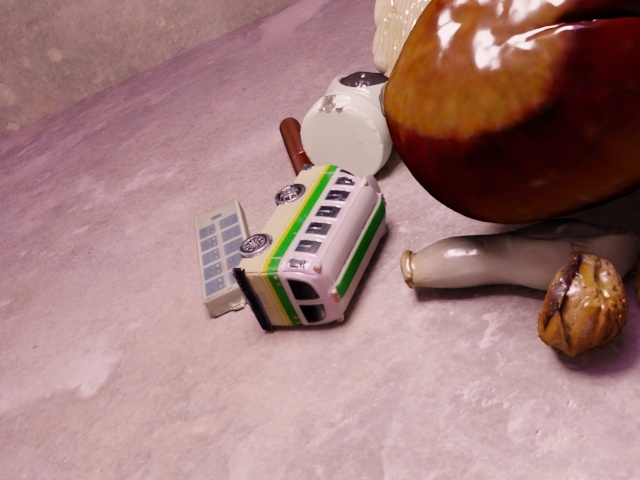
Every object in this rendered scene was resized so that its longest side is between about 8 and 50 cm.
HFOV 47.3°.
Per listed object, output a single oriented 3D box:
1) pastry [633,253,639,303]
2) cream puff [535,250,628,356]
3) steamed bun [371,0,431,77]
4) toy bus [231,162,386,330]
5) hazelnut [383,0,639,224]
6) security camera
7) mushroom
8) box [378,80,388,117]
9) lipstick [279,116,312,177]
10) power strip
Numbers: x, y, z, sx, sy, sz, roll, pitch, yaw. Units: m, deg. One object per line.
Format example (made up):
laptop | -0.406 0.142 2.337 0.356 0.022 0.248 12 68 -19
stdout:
pastry | 0.434 0.015 0.920 0.056 0.140 0.080 13 36 16
cream puff | 0.331 0.083 0.917 0.104 0.119 0.133 26 70 26
steamed bun | 0.286 -0.462 1.583 0.248 0.338 0.352 -2 6 -32
toy bus | 0.000 0.000 1.249 0.179 0.143 0.305 -2 38 30
hazelnut | 0.300 -0.218 0.979 0.429 0.402 0.402 -39 19 40
security camera | 0.088 -0.254 1.521 0.195 0.194 0.236 -2 34 34
mushroom | 0.276 0.027 1.060 0.352 0.097 0.109 -7 23 35
box | 0.264 -0.245 1.378 0.274 0.178 0.138 -19 32 13
lipstick | -0.044 -0.194 1.643 0.057 0.057 0.356 -25 31 2
power strip | -0.188 0.020 1.450 0.106 0.043 0.367 -25 32 1
